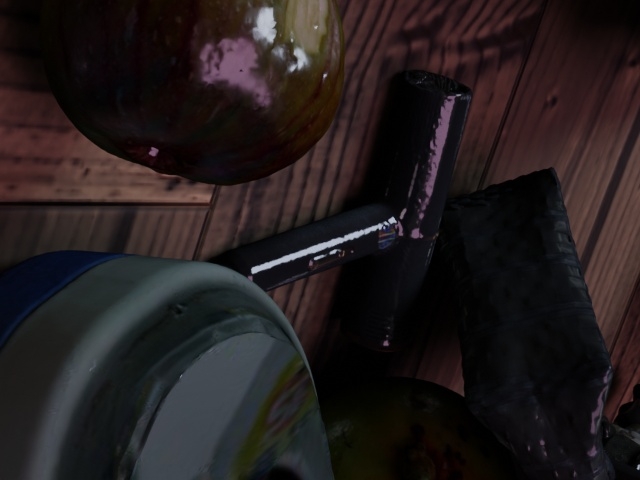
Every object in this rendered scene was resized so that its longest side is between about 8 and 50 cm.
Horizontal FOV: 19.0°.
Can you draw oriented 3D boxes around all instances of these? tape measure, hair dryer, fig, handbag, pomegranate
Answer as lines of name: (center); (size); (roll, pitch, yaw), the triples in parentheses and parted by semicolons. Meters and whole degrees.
tape measure: (-0.101, 0.136, 0.975); (0.259, 0.138, 0.262); (-42, 136, -49)
hair dryer: (-0.001, -0.013, 1.123); (0.195, 0.050, 0.173); (-5, 115, -44)
fig: (-0.039, -0.147, 0.929); (0.149, 0.149, 0.245); (48, 56, -52)
handbag: (0.140, 0.078, 1.210); (0.088, 0.270, 0.175); (-17, 133, 8)
pomegranate: (0.049, 0.180, 1.225); (0.156, 0.156, 0.220); (-40, 145, -25)

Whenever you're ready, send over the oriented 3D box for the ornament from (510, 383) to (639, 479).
ornament: (0.211, 0.182, 1.442); (0.196, 0.166, 0.153); (-33, 139, -53)
